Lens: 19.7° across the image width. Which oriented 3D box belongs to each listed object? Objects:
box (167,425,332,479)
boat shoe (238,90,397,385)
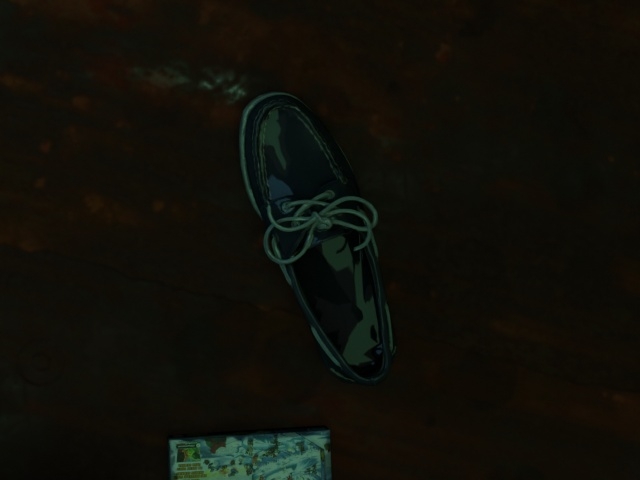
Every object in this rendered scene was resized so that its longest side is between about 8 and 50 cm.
[{"bbox_3d":[-0.058,0.207,1.550,0.137,0.027,0.094,-2,94,-8],"label":"box"},{"bbox_3d":[0.000,0.000,1.515,0.095,0.079,0.255,-16,97,-7],"label":"boat shoe"}]
